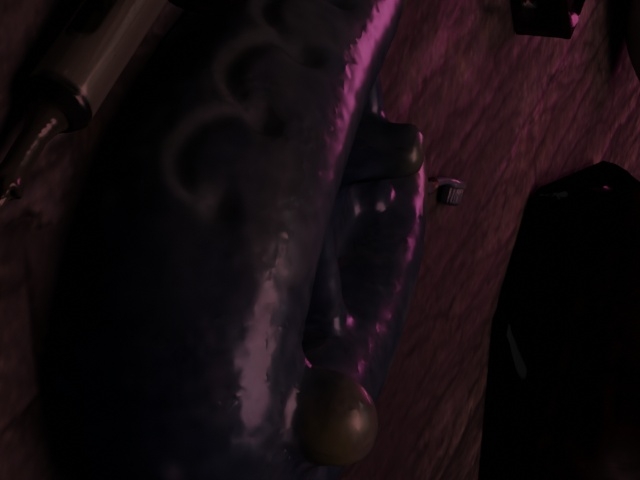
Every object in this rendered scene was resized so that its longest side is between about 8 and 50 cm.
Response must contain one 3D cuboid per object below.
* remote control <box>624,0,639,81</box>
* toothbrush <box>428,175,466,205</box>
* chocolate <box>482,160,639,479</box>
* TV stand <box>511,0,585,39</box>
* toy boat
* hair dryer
[{"bbox_3d":[0.312,-0.270,1.700,0.109,0.055,0.313,83,20,-49],"label":"remote control"},{"bbox_3d":[0.057,-0.030,1.159,0.193,0.013,0.019,-2,108,-70],"label":"toothbrush"},{"bbox_3d":[0.329,0.139,1.507,0.383,0.331,0.384,8,90,-67],"label":"chocolate"},{"bbox_3d":[0.142,-0.247,1.266,0.256,0.040,0.049,77,29,-43],"label":"TV stand"},{"bbox_3d":[0.000,0.000,0.871,0.330,0.123,0.215,-58,150,-50],"label":"toy boat"},{"bbox_3d":[-0.079,-0.091,0.738,0.198,0.057,0.100,-63,151,-28],"label":"hair dryer"}]
